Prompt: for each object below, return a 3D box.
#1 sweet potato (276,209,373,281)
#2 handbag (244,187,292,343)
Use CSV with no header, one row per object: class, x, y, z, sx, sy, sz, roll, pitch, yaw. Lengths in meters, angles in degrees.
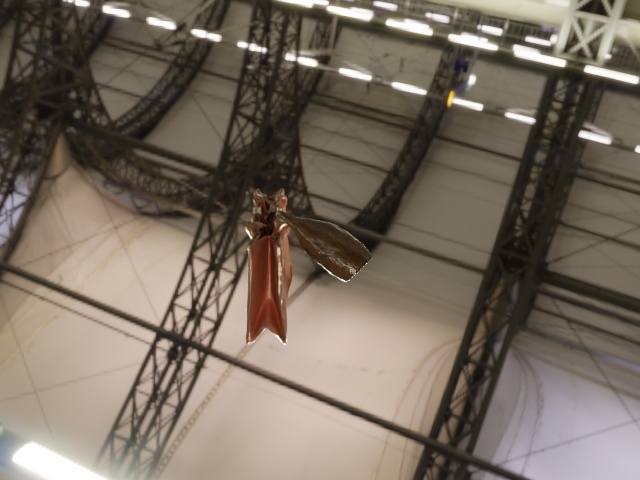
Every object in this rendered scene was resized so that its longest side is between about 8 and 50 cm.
sweet potato,0.000,0.000,0.795,0.117,0.049,0.049,34,-150,0
handbag,-0.067,0.027,0.961,0.059,0.157,0.212,1,-158,-2
